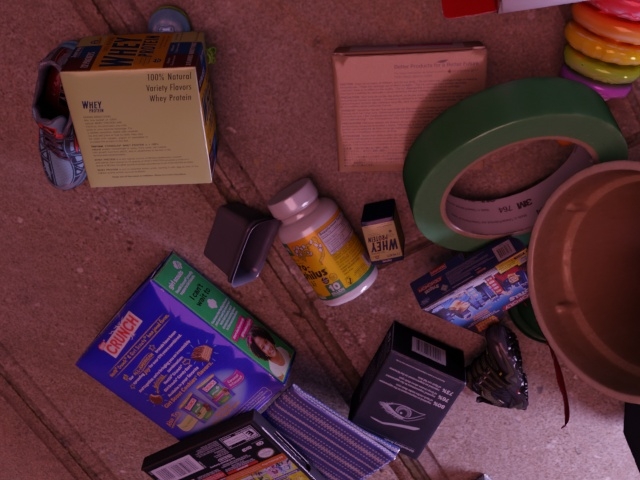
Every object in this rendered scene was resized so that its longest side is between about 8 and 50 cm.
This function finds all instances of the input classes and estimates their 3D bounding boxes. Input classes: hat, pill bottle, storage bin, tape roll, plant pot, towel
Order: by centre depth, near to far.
[{"bbox_3d":[0.536,0.040,1.034,0.306,0.334,0.333,-8,119,-30],"label":"plant pot"},{"bbox_3d":[0.289,-0.101,1.064,0.322,0.077,0.321,-7,145,-5],"label":"tape roll"},{"bbox_3d":[0.419,0.154,1.192,0.173,0.183,0.208,-32,106,19],"label":"hat"},{"bbox_3d":[0.000,0.000,1.218,0.118,0.117,0.208,-27,108,18],"label":"pill bottle"},{"bbox_3d":[-0.144,-0.002,1.259,0.091,0.098,0.135,35,118,22],"label":"storage bin"},{"bbox_3d":[-0.024,0.412,1.392,0.243,0.040,0.336,33,136,-5],"label":"towel"}]

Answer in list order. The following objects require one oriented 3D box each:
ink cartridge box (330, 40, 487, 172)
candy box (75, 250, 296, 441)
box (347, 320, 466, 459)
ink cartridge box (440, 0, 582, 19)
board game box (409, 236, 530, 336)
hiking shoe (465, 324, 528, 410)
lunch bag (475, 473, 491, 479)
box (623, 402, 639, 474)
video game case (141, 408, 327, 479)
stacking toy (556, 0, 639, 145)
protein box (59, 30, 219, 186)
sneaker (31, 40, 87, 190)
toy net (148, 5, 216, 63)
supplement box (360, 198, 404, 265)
[{"bbox_3d":[0.140,-0.211,1.119,0.235,0.088,0.193,0,113,7],"label":"ink cartridge box"},{"bbox_3d":[-0.256,0.224,1.352,0.317,0.122,0.268,40,115,-12],"label":"candy box"},{"bbox_3d":[0.159,0.283,1.328,0.153,0.108,0.207,25,115,-3],"label":"box"},{"bbox_3d":[0.272,-0.457,0.882,0.272,0.130,0.309,-7,73,11],"label":"ink cartridge box"},{"bbox_3d":[0.282,0.086,1.204,0.194,0.060,0.194,-32,140,14],"label":"board game box"},{"bbox_3d":[0.310,0.240,1.279,0.114,0.086,0.226,-9,131,18],"label":"hiking shoe"},{"bbox_3d":[0.340,0.535,1.447,0.083,0.053,0.071,44,110,-2],"label":"lunch bag"},{"bbox_3d":[0.696,0.262,1.203,0.294,0.182,0.296,-2,112,8],"label":"box"},{"bbox_3d":[-0.166,0.460,1.382,0.275,0.035,0.248,-28,118,19],"label":"video game case"},{"bbox_3d":[0.415,-0.269,1.036,0.166,0.175,0.301,15,126,5],"label":"stacking toy"},{"bbox_3d":[-0.275,-0.207,1.116,0.200,0.136,0.201,-2,128,0],"label":"protein box"},{"bbox_3d":[-0.448,-0.199,1.186,0.104,0.125,0.261,12,115,3],"label":"sneaker"},{"bbox_3d":[-0.282,-0.274,1.179,0.122,0.045,0.232,36,118,-27],"label":"toy net"},{"bbox_3d":[0.109,-0.015,1.214,0.056,0.083,0.083,-11,113,14],"label":"supplement box"}]
